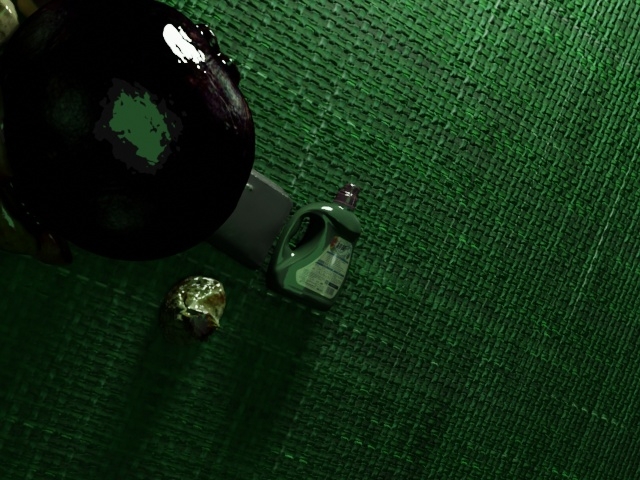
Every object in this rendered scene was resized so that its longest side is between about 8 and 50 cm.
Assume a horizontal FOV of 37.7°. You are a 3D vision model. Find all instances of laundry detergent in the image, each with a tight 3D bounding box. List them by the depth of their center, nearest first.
[{"bbox_3d":[0.000,0.000,1.589,0.144,0.078,0.222,24,87,-27],"label":"laundry detergent"}]

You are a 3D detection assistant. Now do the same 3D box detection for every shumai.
[{"bbox_3d":[-0.196,0.116,1.499,0.099,0.087,0.124,30,82,-26],"label":"shumai"}]

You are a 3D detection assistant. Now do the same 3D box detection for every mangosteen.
[{"bbox_3d":[-0.301,-0.125,1.265,0.435,0.382,0.382,-37,112,-2],"label":"mangosteen"}]

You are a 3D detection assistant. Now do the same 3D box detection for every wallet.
[{"bbox_3d":[-0.164,-0.069,1.517,0.250,0.044,0.149,35,77,-26],"label":"wallet"}]

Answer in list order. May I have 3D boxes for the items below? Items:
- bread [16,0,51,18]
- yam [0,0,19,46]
[{"bbox_3d":[-0.328,-0.386,1.367,0.134,0.081,0.225,39,80,-26],"label":"bread"},{"bbox_3d":[-0.524,-0.217,1.299,0.066,0.066,0.300,39,79,-26],"label":"yam"}]
